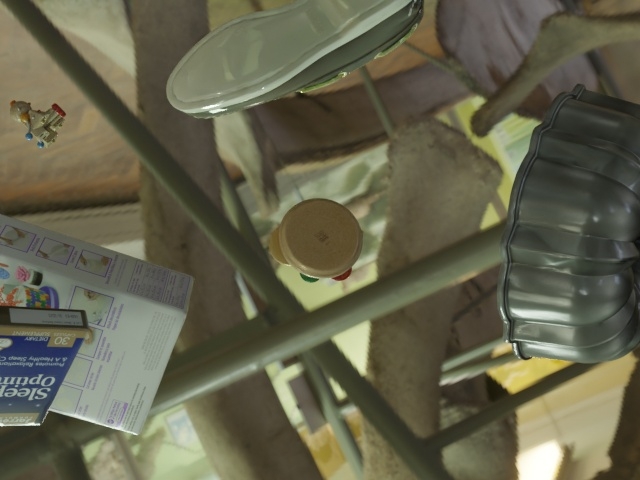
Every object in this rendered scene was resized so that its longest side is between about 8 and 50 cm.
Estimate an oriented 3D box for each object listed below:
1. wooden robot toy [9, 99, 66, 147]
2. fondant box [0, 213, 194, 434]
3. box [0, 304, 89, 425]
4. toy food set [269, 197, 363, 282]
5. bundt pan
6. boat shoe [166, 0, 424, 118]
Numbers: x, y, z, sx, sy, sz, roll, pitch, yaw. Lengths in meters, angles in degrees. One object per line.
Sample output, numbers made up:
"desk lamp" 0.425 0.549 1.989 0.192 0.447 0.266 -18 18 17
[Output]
"wooden robot toy" -0.482 -0.212 1.504 0.076 0.079 0.173 -49 -176 -6
"fondant box" -0.366 0.112 1.214 0.096 0.331 0.238 -91 -157 -57
"box" -0.368 0.159 1.027 0.137 0.036 0.225 6 134 -34
"toy food set" 0.000 0.000 0.843 0.083 0.083 0.020 -55 176 -21
"bundt pan" 0.326 -0.007 1.020 0.124 0.330 0.331 13 -162 32
"boat shoe" -0.024 -0.212 0.996 0.305 0.109 0.091 -27 153 6
